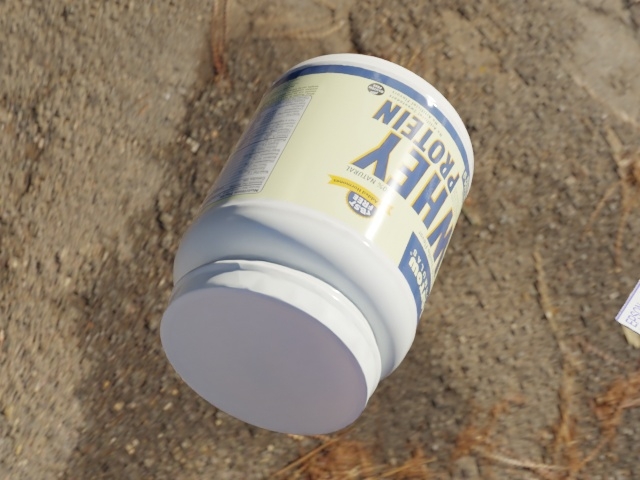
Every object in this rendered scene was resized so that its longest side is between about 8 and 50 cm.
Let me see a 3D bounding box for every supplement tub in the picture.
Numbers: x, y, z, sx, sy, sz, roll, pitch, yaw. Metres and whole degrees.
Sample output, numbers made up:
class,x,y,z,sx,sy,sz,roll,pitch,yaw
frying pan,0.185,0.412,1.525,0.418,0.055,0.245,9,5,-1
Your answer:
class,x,y,z,sx,sy,sz,roll,pitch,yaw
supplement tub,0.000,0.000,1.246,0.235,0.235,0.325,31,49,-7

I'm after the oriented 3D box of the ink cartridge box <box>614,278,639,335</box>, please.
class,x,y,z,sx,sy,sz,roll,pitch,yaw
ink cartridge box,0.361,0.097,1.114,0.208,0.045,0.206,30,28,15
